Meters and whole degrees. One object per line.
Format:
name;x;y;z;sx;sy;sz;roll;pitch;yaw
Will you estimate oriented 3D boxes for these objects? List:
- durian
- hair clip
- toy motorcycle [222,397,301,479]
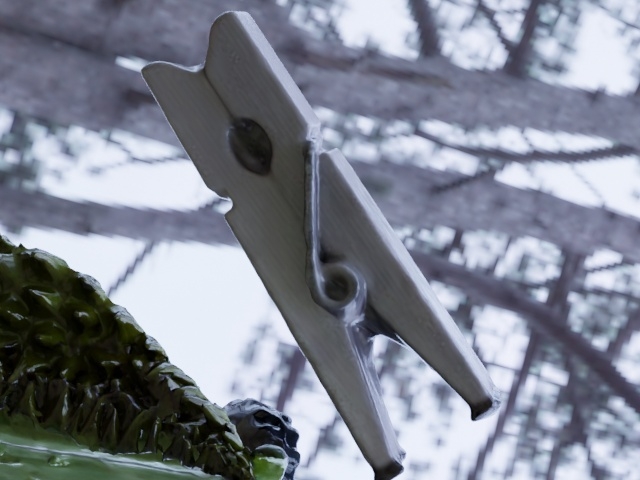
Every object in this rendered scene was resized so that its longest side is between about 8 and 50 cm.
durian;-0.166;0.067;1.010;0.375;0.132;0.106;12;-120;30
hair clip;-0.001;0.000;1.313;0.101;0.085;0.331;-31;-88;12
toy motorcycle;-0.149;0.276;1.399;0.416;0.172;0.232;-34;-143;42
